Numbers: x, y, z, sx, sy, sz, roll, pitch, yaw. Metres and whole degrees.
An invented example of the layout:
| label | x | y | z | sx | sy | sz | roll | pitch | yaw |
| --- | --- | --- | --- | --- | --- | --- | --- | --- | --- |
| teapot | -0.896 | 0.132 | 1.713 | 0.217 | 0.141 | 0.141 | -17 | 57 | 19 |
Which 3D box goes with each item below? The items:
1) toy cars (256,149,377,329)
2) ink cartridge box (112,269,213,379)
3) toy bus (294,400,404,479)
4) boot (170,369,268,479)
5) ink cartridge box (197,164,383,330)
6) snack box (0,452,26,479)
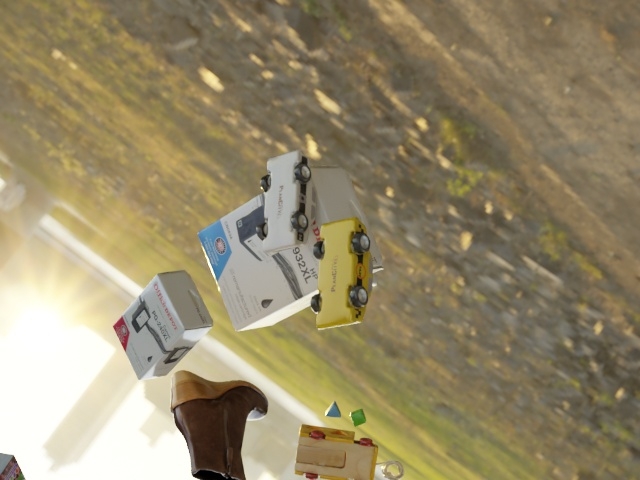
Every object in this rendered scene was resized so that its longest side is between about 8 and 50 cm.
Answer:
| label | x | y | z | sx | sy | sz | roll | pitch | yaw |
| --- | --- | --- | --- | --- | --- | --- | --- | --- | --- |
| toy cars | 0.000 | 0.000 | 1.766 | 0.087 | 0.176 | 0.393 | 23 | -158 | -46 |
| ink cartridge box | -0.249 | 0.133 | 1.585 | 0.063 | 0.150 | 0.109 | -4 | -124 | -48 |
| toy bus | 0.042 | 0.436 | 2.064 | 0.202 | 0.191 | 0.104 | 54 | -174 | -3 |
| boot | -0.165 | 0.347 | 1.784 | 0.248 | 0.090 | 0.206 | 26 | -146 | -46 |
| ink cartridge box | -0.062 | 0.016 | 1.965 | 0.129 | 0.307 | 0.223 | -5 | -110 | -55 |
| snack box | -0.449 | 0.373 | 1.362 | 0.037 | 0.141 | 0.100 | 5 | 129 | 19 |
